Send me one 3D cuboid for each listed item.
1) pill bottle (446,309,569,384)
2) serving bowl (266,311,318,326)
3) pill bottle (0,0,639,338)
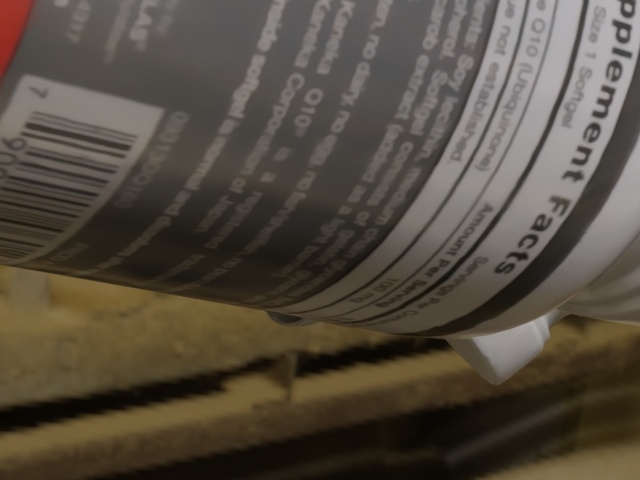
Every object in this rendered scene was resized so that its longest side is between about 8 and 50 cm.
[{"bbox_3d":[0.159,-0.059,1.018,0.278,0.162,0.162,-40,29,-3],"label":"pill bottle"},{"bbox_3d":[0.000,0.000,0.880,0.027,0.083,0.083,10,15,-29],"label":"serving bowl"},{"bbox_3d":[-0.004,-0.080,0.626,0.363,0.210,0.210,12,13,-34],"label":"pill bottle"}]
